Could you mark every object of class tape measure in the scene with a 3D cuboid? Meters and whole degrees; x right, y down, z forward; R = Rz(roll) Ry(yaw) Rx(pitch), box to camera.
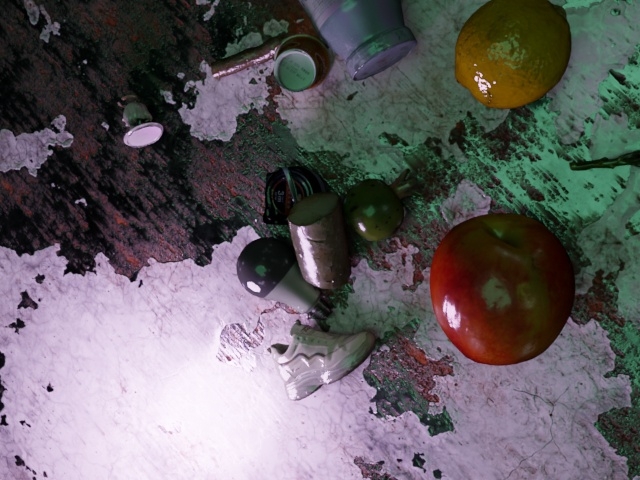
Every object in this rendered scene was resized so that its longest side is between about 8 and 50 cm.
[{"bbox_3d":[-0.076,-0.128,2.047,0.181,0.107,0.181,10,101,23],"label":"tape measure"}]

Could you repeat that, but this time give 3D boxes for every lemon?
[{"bbox_3d":[0.467,-0.457,1.708,0.293,0.293,0.292,3,98,21],"label":"lemon"}]

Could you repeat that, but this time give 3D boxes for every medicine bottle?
[{"bbox_3d":[0.101,-0.594,1.848,0.245,0.245,0.289,-30,88,22],"label":"medicine bottle"}]

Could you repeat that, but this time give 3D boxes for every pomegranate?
[{"bbox_3d":[0.172,-0.103,1.927,0.224,0.181,0.181,-36,83,-2],"label":"pomegranate"}]

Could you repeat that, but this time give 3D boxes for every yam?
[{"bbox_3d":[0.000,0.000,1.951,0.161,0.161,0.267,4,132,21],"label":"yam"},{"bbox_3d":[-0.216,-0.539,2.071,0.253,0.061,0.061,-15,92,22],"label":"yam"}]

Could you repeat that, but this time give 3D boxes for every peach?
[{"bbox_3d":[0.447,0.131,1.749,0.389,0.388,0.387,3,98,21],"label":"peach"}]

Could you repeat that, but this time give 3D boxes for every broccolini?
[{"bbox_3d":[0.736,-0.199,1.751,0.216,0.058,0.067,-3,99,22],"label":"broccolini"}]

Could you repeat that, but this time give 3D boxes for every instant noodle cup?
[{"bbox_3d":[-0.061,-0.480,1.927,0.169,0.185,0.168,2,110,4],"label":"instant noodle cup"}]

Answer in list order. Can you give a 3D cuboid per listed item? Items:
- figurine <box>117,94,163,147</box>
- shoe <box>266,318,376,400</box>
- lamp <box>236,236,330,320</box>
[{"bbox_3d":[-0.583,-0.388,2.207,0.132,0.132,0.153,-32,73,22],"label":"figurine"},{"bbox_3d":[-0.008,0.321,2.065,0.342,0.132,0.210,-34,87,25],"label":"shoe"},{"bbox_3d":[-0.105,0.115,2.087,0.314,0.182,0.182,34,111,-21],"label":"lamp"}]
